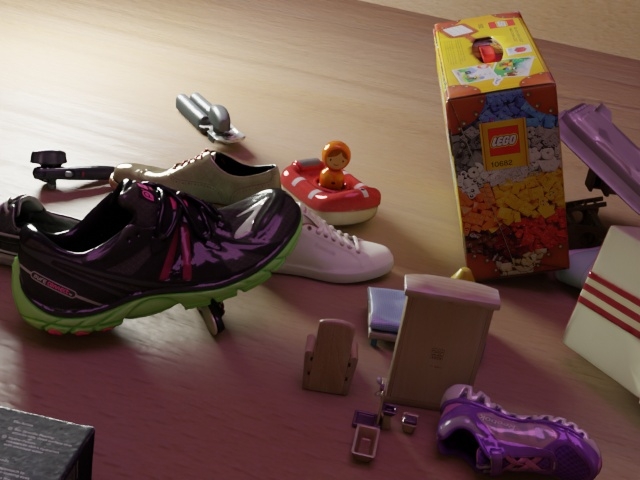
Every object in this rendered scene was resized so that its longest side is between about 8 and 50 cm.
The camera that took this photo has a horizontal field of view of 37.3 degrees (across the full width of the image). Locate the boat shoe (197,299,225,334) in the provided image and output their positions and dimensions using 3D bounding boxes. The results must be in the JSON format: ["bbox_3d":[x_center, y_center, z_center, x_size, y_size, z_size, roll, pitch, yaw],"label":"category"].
[{"bbox_3d":[-0.174,0.106,1.521,0.042,0.049,0.133,-9,27,-17],"label":"boat shoe"}]

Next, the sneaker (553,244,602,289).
[{"bbox_3d":[0.591,0.060,1.805,0.255,0.094,0.151,-14,29,-21],"label":"sneaker"}]

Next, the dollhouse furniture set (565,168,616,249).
[{"bbox_3d":[0.551,-0.057,1.945,0.101,0.161,0.182,8,27,-4],"label":"dollhouse furniture set"}]

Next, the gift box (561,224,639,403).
[{"bbox_3d":[0.557,0.139,1.486,0.276,0.255,0.258,-3,28,-35],"label":"gift box"}]

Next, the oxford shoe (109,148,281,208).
[{"bbox_3d":[-0.240,-0.126,1.848,0.348,0.130,0.123,9,27,4],"label":"oxford shoe"}]

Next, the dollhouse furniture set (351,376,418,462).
[{"bbox_3d":[0.090,0.247,1.302,0.091,0.081,0.114,12,28,5],"label":"dollhouse furniture set"}]

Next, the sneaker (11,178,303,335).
[{"bbox_3d":[-0.236,-0.004,1.472,0.482,0.202,0.185,-18,24,-28],"label":"sneaker"}]

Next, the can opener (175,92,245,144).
[{"bbox_3d":[-0.259,-0.296,2.225,0.074,0.093,0.280,-8,28,-29],"label":"can opener"}]

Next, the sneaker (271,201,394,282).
[{"bbox_3d":[0.000,0.000,1.703,0.290,0.123,0.106,5,26,-12],"label":"sneaker"}]

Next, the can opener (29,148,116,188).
[{"bbox_3d":[-0.481,-0.137,1.878,0.186,0.073,0.059,3,19,-32],"label":"can opener"}]

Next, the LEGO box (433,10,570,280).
[{"bbox_3d":[0.352,-0.207,1.898,0.193,0.373,0.500,-8,27,8],"label":"LEGO box"}]

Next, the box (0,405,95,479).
[{"bbox_3d":[-0.361,0.278,1.086,0.156,0.093,0.158,12,28,5],"label":"box"}]

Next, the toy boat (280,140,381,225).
[{"bbox_3d":[0.026,-0.129,1.923,0.151,0.151,0.231,-11,34,-34],"label":"toy boat"}]

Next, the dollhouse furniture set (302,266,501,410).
[{"bbox_3d":[0.132,0.089,1.493,0.286,0.198,0.303,9,27,-1],"label":"dollhouse furniture set"}]

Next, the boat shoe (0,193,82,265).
[{"bbox_3d":[-0.492,-0.024,1.588,0.335,0.119,0.121,16,28,11],"label":"boat shoe"}]

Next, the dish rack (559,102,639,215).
[{"bbox_3d":[0.606,-0.179,1.936,0.285,0.072,0.333,47,25,7],"label":"dish rack"}]

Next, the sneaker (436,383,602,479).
[{"bbox_3d":[0.258,0.284,1.290,0.236,0.095,0.104,17,34,23],"label":"sneaker"}]
